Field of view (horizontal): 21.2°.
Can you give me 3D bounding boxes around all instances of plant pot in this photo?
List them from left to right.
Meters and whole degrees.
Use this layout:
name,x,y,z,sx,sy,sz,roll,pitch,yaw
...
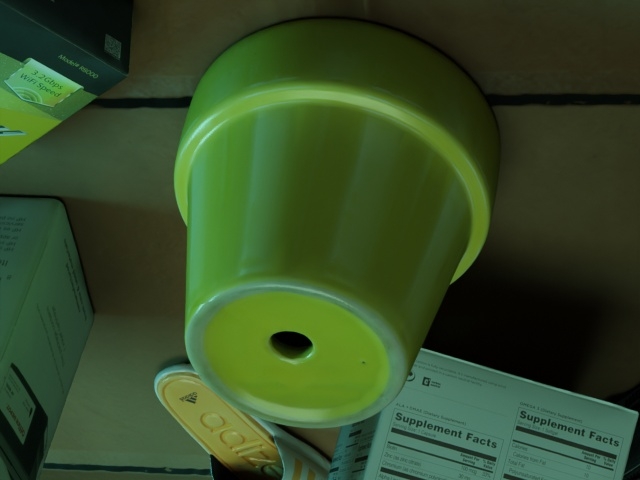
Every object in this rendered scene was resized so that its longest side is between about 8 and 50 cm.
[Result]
name,x,y,z,sx,sy,sz,roll,pitch,yaw
plant pot,0.000,0.000,1.302,0.254,0.239,0.254,7,136,7

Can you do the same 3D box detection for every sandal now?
name,x,y,z,sx,sy,sz,roll,pitch,yaw
sandal,-0.073,0.223,1.670,0.102,0.076,0.265,-26,125,34

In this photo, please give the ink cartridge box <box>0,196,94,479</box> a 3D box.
name,x,y,z,sx,sy,sz,roll,pitch,yaw
ink cartridge box,-0.385,0.150,1.434,0.285,0.395,0.166,3,136,11

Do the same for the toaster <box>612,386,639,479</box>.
name,x,y,z,sx,sy,sz,roll,pitch,yaw
toaster,0.336,0.199,1.511,0.146,0.129,0.227,28,134,-19

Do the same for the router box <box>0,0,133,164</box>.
name,x,y,z,sx,sy,sz,roll,pitch,yaw
router box,-0.333,-0.165,1.273,0.309,0.081,0.243,29,137,-36

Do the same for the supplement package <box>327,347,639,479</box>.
name,x,y,z,sx,sy,sz,roll,pitch,yaw
supplement package,0.126,0.195,1.463,0.204,0.145,0.262,16,170,-4
